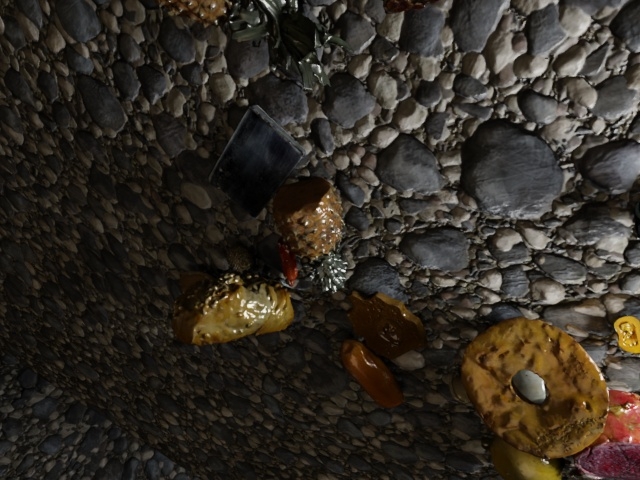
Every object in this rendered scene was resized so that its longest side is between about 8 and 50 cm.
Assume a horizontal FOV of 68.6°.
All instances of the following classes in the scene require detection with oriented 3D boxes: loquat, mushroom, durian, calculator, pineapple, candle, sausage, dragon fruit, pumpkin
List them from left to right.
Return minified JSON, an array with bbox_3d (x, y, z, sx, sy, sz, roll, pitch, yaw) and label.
[{"bbox_3d":[-0.218,0.043,1.230,0.091,0.080,0.080,30,133,-2],"label":"durian"},{"bbox_3d":[-0.154,-0.169,1.074,0.161,0.021,0.262,42,133,-6],"label":"calculator"},{"bbox_3d":[-0.114,-0.400,0.805,0.365,0.165,0.165,28,133,-4],"label":"pineapple"},{"bbox_3d":[-0.085,0.062,1.190,0.053,0.048,0.162,37,144,42],"label":"candle"},{"bbox_3d":[0.000,0.000,1.045,0.158,0.157,0.278,2,134,28],"label":"pineapple"},{"bbox_3d":[0.136,0.357,1.260,0.098,0.098,0.238,-25,110,40],"label":"sausage"},{"bbox_3d":[0.411,0.344,1.103,0.223,0.081,0.092,-14,160,33],"label":"mushroom"},{"bbox_3d":[0.497,0.527,1.150,0.205,0.149,0.172,7,132,39],"label":"loquat"},{"bbox_3d":[0.623,0.409,0.999,0.211,0.147,0.282,22,139,-6],"label":"dragon fruit"},{"bbox_3d":[0.600,0.176,0.906,0.050,0.028,0.083,-12,108,34],"label":"pumpkin"}]

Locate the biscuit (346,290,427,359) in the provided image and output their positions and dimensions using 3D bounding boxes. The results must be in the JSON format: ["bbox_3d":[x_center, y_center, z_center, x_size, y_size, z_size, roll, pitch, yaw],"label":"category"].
[{"bbox_3d":[0.153,0.200,1.172,0.215,0.034,0.182,45,132,-6],"label":"biscuit"}]

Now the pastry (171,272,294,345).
[{"bbox_3d":[-0.220,0.162,1.184,0.255,0.311,0.161,-9,85,53],"label":"pastry"}]

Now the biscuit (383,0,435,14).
[{"bbox_3d":[0.102,-0.520,0.630,0.107,0.073,0.388,0,123,31],"label":"biscuit"}]

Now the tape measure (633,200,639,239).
[{"bbox_3d":[0.554,-0.039,0.752,0.091,0.054,0.094,4,128,20],"label":"tape measure"}]

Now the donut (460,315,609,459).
[{"bbox_3d":[0.438,0.293,0.965,0.278,0.108,0.277,-1,88,34],"label":"donut"}]

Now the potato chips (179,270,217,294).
[{"bbox_3d":[-0.330,0.167,1.399,0.208,0.062,0.195,45,127,-6],"label":"potato chips"}]
